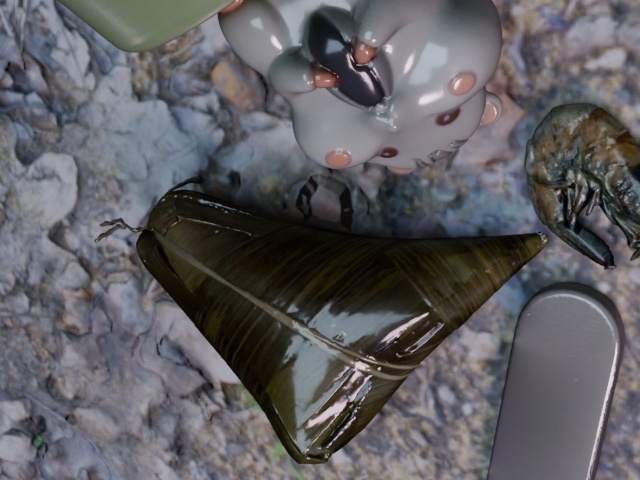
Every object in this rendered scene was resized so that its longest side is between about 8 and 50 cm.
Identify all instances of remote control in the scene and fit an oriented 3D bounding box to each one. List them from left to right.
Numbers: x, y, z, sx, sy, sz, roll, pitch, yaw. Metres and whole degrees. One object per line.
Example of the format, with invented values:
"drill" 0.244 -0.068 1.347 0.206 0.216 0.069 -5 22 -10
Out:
"remote control" 0.164 0.147 0.770 0.077 0.022 0.244 16 112 25

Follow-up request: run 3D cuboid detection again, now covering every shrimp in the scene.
"shrimp" 0.199 -0.018 0.702 0.161 0.034 0.091 49 132 14

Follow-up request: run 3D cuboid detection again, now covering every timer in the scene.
"timer" -0.006 -0.174 0.656 0.291 0.290 0.315 -27 115 30

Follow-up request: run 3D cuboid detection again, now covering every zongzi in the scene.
"zongzi" 0.000 0.000 0.779 0.241 0.111 0.247 -46 75 11
